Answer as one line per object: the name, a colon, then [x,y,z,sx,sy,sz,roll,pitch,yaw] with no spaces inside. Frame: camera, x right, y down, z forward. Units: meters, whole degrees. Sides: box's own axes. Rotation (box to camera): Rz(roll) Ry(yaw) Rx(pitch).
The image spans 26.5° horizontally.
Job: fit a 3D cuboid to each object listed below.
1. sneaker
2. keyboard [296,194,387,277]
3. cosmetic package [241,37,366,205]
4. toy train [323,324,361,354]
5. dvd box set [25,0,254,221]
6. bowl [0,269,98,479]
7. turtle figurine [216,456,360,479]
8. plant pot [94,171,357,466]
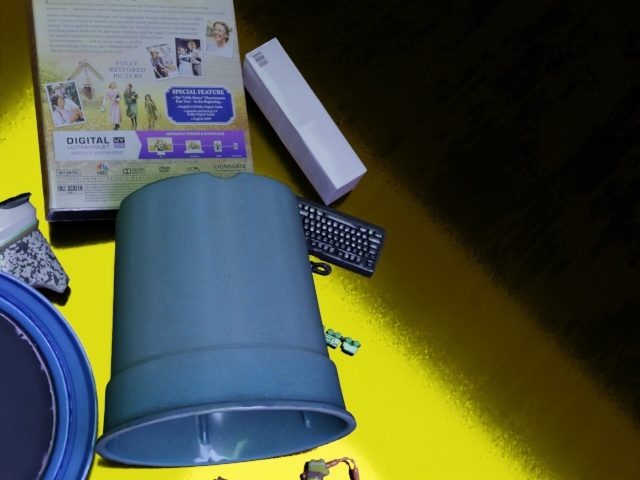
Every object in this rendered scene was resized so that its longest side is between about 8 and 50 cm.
sneaker: [-0.511,0.116,1.844,0.410,0.158,0.182,-40,98,-11]
keyboard: [0.000,0.000,2.005,0.180,0.023,0.108,20,75,-3]
cosmetic package: [-0.027,-0.174,2.001,0.060,0.099,0.239,-33,85,-17]
toy train: [0.019,0.142,1.979,0.083,0.017,0.024,24,85,-3]
dvd box set: [-0.264,-0.239,1.962,0.307,0.062,0.420,-3,77,-23]
bowl: [-0.474,0.223,1.719,0.391,0.077,0.391,7,78,-33]
turtle figurine: [-0.053,0.414,1.869,0.217,0.087,0.270,14,76,-6]
plant pot: [-0.139,0.106,1.820,0.341,0.341,0.334,-3,69,-10]
